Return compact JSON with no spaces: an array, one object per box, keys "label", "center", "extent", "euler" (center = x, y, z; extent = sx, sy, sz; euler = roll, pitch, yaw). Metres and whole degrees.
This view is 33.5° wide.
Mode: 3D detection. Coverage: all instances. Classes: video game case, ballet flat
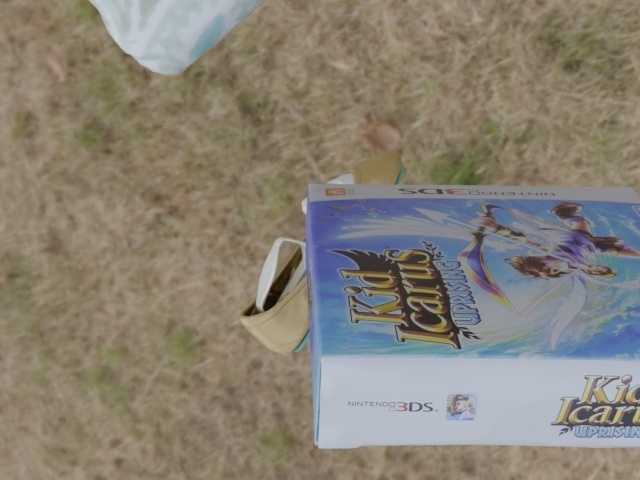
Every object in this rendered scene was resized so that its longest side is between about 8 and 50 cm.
[{"label":"video game case","center":[0.114,0.034,0.667],"extent":[0.269,0.244,0.061],"euler":[-96,6,-68]},{"label":"ballet flat","center":[0.000,0.000,1.033],"extent":[0.073,0.232,0.080],"euler":[32,173,-23]}]

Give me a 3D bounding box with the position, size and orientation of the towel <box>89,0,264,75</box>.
[{"label":"towel","center":[-0.081,-0.315,0.483],"extent":[0.320,0.090,0.374],"euler":[-38,98,23]}]
